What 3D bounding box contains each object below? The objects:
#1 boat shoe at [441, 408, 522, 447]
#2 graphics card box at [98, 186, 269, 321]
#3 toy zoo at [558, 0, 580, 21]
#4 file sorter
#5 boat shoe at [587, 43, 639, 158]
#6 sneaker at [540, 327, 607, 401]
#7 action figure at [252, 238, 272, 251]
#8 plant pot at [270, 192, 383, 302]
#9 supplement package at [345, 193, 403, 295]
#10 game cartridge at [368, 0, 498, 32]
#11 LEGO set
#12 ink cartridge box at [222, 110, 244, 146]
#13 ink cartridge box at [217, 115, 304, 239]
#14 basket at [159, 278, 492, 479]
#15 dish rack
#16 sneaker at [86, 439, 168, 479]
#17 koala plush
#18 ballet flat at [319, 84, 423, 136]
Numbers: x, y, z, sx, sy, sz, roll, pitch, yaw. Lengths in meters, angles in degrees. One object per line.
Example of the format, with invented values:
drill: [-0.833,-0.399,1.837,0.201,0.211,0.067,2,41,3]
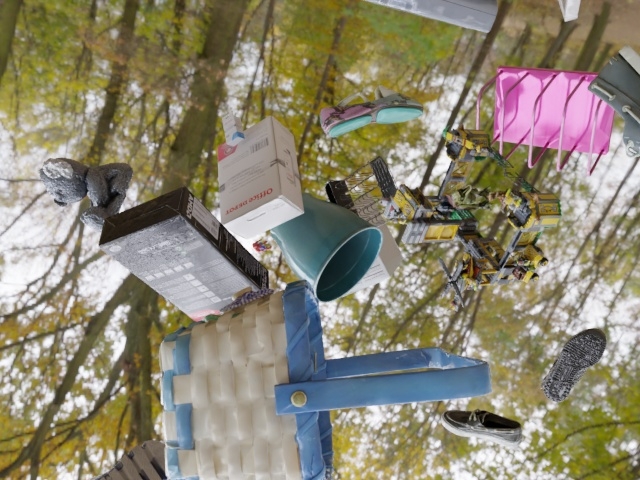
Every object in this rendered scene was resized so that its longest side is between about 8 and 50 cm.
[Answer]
boat shoe: [0.433,0.488,1.596,0.219,0.070,0.078,6,-146,28]
graphics card box: [-0.311,0.048,1.412,0.371,0.232,0.094,49,-151,-45]
toy zoo: [0.535,-0.619,1.287,0.030,0.192,0.293,-10,162,14]
file sorter: [0.544,-0.291,1.451,0.290,0.202,0.182,15,-140,31]
boat shoe: [0.520,-0.169,0.918,0.116,0.099,0.320,19,-135,-38]
sneaker: [0.397,0.192,0.936,0.051,0.170,0.089,33,-150,20]
action figure: [-0.184,0.016,1.831,0.038,0.030,0.115,56,-163,7]
plant pot: [0.000,0.000,1.740,0.255,0.272,0.271,41,-150,28]
supplement package: [0.125,0.015,2.048,0.263,0.198,0.199,62,-153,-7]
game cartridge: [0.116,-0.376,0.893,0.198,0.062,0.297,-4,-152,-30]
LEGO set: [0.249,-0.058,1.087,0.192,0.255,0.331,-2,-133,-25]
ink cartridge box: [-0.241,-0.309,1.635,0.028,0.048,0.083,9,-118,-49]
ink cartridge box: [-0.173,-0.171,1.645,0.117,0.207,0.283,35,-141,-49]
basket: [0.001,0.139,0.587,0.288,0.201,0.255,-2,171,-1]
dish rack: [0.133,-0.124,1.768,0.074,0.271,0.208,-21,-94,-31]
sneaker: [-0.464,0.559,1.240,0.315,0.182,0.127,-17,-121,-44]
koala plush: [-0.636,-0.150,1.576,0.221,0.203,0.196,25,171,-23]
ballet flat: [0.104,-0.275,1.226,0.221,0.077,0.079,-15,-106,-9]
